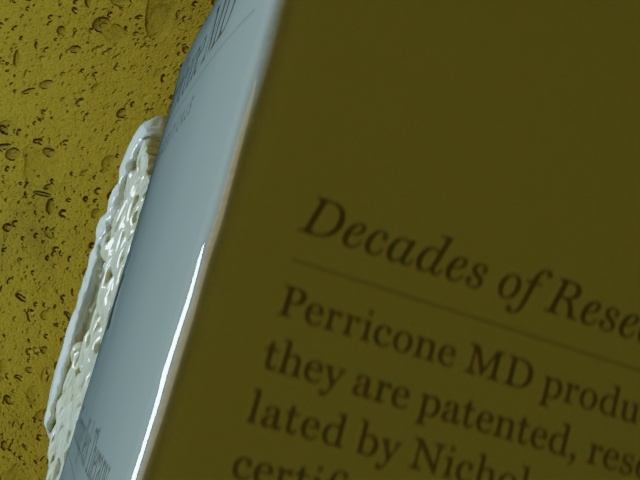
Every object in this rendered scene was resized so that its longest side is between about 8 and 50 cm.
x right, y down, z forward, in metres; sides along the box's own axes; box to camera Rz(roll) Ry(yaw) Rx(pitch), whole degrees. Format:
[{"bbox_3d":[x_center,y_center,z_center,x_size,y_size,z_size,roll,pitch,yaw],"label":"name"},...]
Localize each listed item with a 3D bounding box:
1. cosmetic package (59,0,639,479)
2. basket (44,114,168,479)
[{"bbox_3d":[0.056,0.111,0.487,0.329,0.327,0.393,161,125,-74],"label":"cosmetic package"},{"bbox_3d":[-0.038,0.130,0.835,0.266,0.331,0.328,-102,32,-59],"label":"basket"}]
